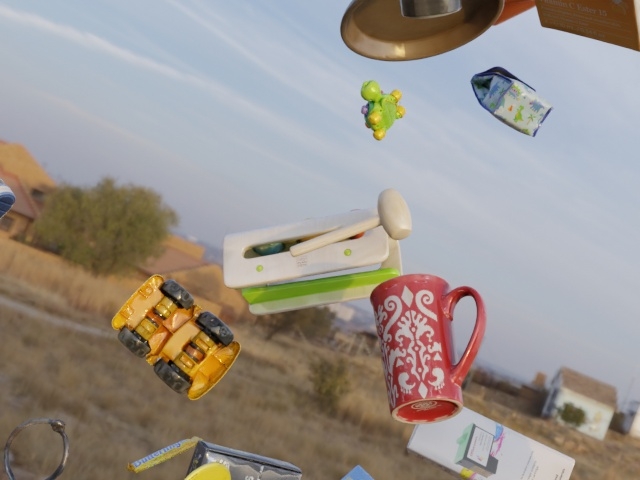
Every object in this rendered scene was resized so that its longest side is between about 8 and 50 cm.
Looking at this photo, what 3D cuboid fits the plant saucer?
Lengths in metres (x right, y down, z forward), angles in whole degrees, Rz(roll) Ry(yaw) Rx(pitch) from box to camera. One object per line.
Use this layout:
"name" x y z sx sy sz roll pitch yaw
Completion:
"plant saucer" 0.168 -0.385 1.310 0.277 0.041 0.278 -7 -16 -2

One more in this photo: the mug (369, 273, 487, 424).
"mug" 0.135 0.135 1.002 0.113 0.169 0.150 12 -36 -23

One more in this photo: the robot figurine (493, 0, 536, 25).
"robot figurine" 0.380 -0.508 1.537 0.219 0.128 0.158 -24 -3 16

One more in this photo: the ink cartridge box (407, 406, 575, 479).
"ink cartridge box" 0.306 0.403 1.455 0.278 0.117 0.201 24 -13 13

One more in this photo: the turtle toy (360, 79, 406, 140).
"turtle toy" 0.120 -0.277 1.613 0.066 0.095 0.130 31 -20 33

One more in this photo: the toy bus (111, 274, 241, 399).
"toy bus" -0.279 0.178 1.489 0.220 0.149 0.211 43 -11 -8

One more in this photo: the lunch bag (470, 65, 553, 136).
"lunch bag" 0.399 -0.301 1.653 0.128 0.096 0.151 26 15 -25

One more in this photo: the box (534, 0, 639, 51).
"box" 0.460 -0.510 1.266 0.215 0.168 0.345 33 -16 43

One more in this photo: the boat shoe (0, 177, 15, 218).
"boat shoe" -0.506 -0.025 1.076 0.066 0.183 0.066 51 1 18

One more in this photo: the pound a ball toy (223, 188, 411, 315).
"pound a ball toy" 0.000 0.000 1.242 0.319 0.136 0.208 -11 -31 13

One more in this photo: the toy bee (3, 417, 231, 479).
"toy bee" -0.160 0.249 0.568 0.298 0.195 0.162 8 -9 13

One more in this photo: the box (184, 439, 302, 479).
"box" -0.152 0.471 1.303 0.183 0.233 0.059 22 -6 -24

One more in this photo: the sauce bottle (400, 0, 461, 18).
"sauce bottle" 0.106 -0.420 0.834 0.111 0.345 0.111 -5 24 2

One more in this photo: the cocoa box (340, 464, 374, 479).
"cocoa box" 0.120 0.687 1.653 0.228 0.231 0.347 56 -13 -18

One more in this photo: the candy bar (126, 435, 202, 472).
"candy bar" -0.313 0.428 1.556 0.161 0.018 0.040 -16 9 -37
